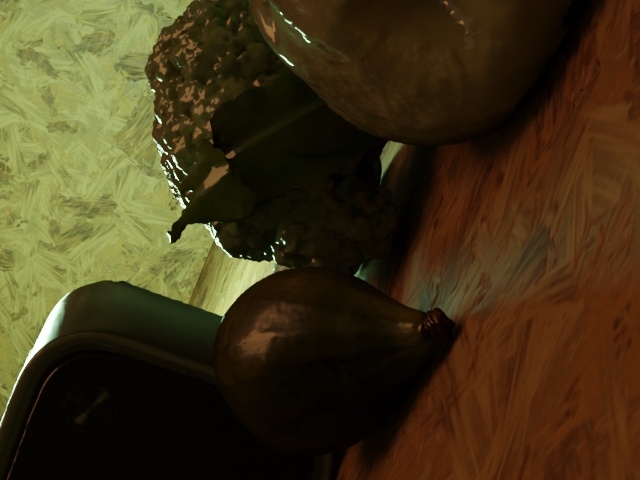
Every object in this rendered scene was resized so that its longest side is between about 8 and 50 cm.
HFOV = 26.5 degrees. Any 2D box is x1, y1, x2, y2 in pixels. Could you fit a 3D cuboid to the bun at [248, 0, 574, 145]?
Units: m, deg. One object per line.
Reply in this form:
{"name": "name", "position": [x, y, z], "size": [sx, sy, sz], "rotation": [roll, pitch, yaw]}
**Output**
{"name": "bun", "position": [0.067, -0.238, 0.928], "size": [0.360, 0.210, 0.360], "rotation": [-160, 90, -83]}

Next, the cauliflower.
{"name": "cauliflower", "position": [-0.004, -0.098, 1.136], "size": [0.256, 0.315, 0.239], "rotation": [48, 156, 34]}

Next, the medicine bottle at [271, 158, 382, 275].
{"name": "medicine bottle", "position": [0.000, 0.000, 1.237], "size": [0.083, 0.083, 0.203], "rotation": [122, 167, -54]}

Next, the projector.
{"name": "projector", "position": [-0.143, 0.191, 1.128], "size": [0.249, 0.248, 0.249], "rotation": [-129, 59, -81]}

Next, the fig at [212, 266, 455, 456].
{"name": "fig", "position": [0.021, 0.071, 0.921], "size": [0.184, 0.133, 0.126], "rotation": [-24, 11, 22]}
